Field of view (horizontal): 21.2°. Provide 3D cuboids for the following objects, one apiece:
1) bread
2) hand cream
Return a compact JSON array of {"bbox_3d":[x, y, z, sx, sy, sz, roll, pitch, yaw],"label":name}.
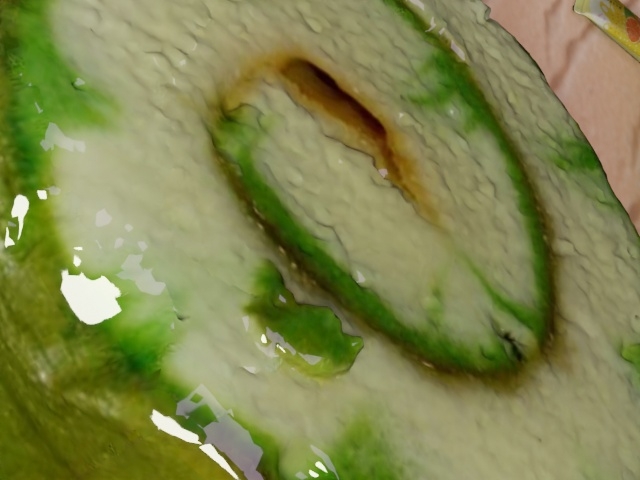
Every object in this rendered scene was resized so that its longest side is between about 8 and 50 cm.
[{"bbox_3d":[0.000,0.000,0.759,0.366,0.129,0.382,39,39,-18],"label":"bread"},{"bbox_3d":[0.208,-0.135,1.136,0.102,0.022,0.035,36,56,-23],"label":"hand cream"}]
